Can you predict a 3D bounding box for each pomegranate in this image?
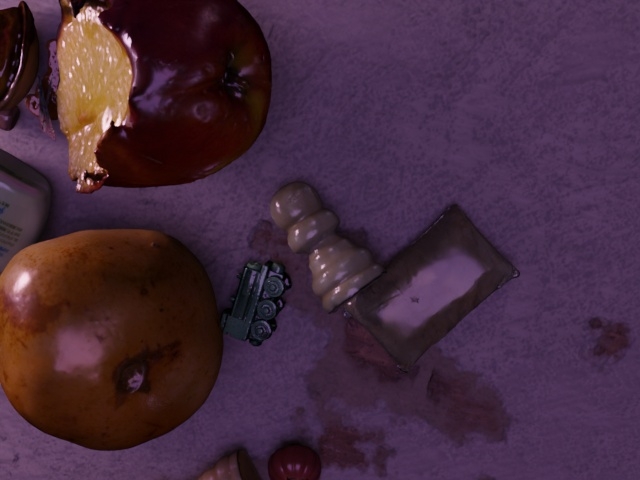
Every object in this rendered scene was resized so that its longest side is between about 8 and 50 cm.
[{"bbox_3d":[-0.377,0.157,1.665,0.416,0.417,0.417,0,103,1],"label":"pomegranate"}]

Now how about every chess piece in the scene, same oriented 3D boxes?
[{"bbox_3d":[-0.316,0.539,1.879,0.397,0.117,0.117,-22,102,8],"label":"chess piece"},{"bbox_3d":[0.000,0.000,1.726,0.133,0.133,0.243,-36,84,9],"label":"chess piece"}]

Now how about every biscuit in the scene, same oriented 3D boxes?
[{"bbox_3d":[-0.408,-0.302,1.717,0.280,0.043,0.183,-27,107,2],"label":"biscuit"}]

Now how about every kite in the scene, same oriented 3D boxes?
[{"bbox_3d":[-0.481,-0.236,1.661,0.005,0.152,0.137,-10,71,-29],"label":"kite"}]

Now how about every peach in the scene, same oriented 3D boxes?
[{"bbox_3d":[-0.284,-0.245,1.530,0.416,0.353,0.339,-3,87,26],"label":"peach"}]

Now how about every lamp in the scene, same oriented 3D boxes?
[{"bbox_3d":[-0.051,0.448,1.859,0.107,0.092,0.107,0,138,0],"label":"lamp"}]

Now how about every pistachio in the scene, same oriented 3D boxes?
[{"bbox_3d":[-0.562,-0.328,1.662,0.130,0.165,0.210,27,77,-44],"label":"pistachio"}]

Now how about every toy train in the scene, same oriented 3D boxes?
[{"bbox_3d":[-0.124,0.115,1.797,0.111,0.071,0.170,19,103,4],"label":"toy train"}]

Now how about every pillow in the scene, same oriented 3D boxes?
[{"bbox_3d":[0.204,0.096,1.780,0.302,0.075,0.185,-42,91,7],"label":"pillow"}]

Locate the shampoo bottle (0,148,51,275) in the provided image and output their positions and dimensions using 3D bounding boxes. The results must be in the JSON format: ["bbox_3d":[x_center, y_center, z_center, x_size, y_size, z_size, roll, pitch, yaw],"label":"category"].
[{"bbox_3d":[-0.656,0.004,1.738,0.222,0.151,0.349,32,101,-12],"label":"shampoo bottle"}]

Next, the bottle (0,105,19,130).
[{"bbox_3d":[-0.625,-0.249,1.727,0.140,0.053,0.053,23,102,-4],"label":"bottle"}]
